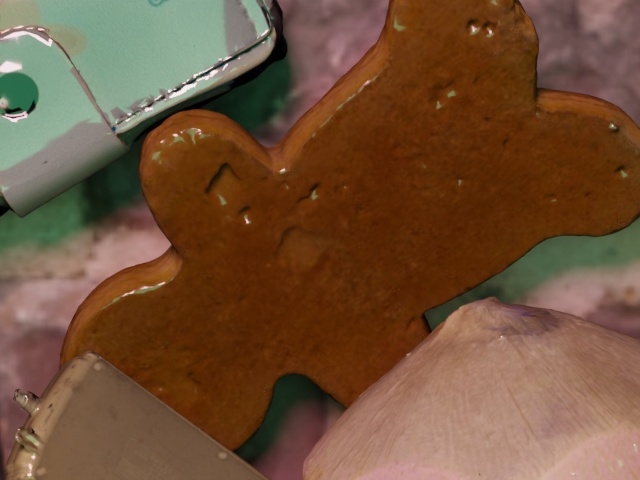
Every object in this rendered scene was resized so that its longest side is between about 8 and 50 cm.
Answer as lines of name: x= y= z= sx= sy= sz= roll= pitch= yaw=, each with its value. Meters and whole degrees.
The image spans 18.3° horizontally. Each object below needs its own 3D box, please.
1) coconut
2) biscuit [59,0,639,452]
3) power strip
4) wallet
coconut: x=0.104 y=0.136 z=0.903 sx=0.227 sy=0.227 sz=0.230 roll=-7 pitch=102 yaw=-3
biscuit: x=0.000 y=0.000 z=0.952 sx=0.301 sy=0.049 sz=0.197 roll=-40 pitch=114 yaw=8
power strip: x=-0.076 y=0.118 z=0.924 sx=0.169 sy=0.028 sz=0.076 roll=38 pitch=57 yaw=-17
wallet: x=-0.157 y=-0.103 z=0.944 sx=0.250 sy=0.075 sz=0.176 roll=-30 pitch=90 yaw=-2
